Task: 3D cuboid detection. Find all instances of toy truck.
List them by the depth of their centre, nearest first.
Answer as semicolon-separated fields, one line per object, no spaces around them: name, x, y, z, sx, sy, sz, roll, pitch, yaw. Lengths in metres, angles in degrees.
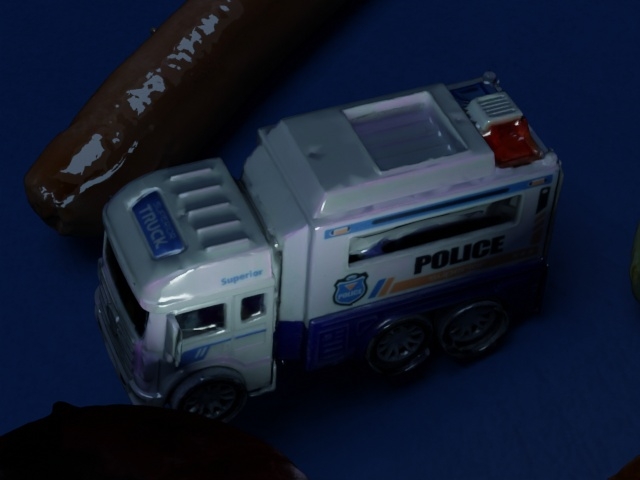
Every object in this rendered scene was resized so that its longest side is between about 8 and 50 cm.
toy truck;0.000;0.000;0.936;0.268;0.155;0.124;-14;47;-19

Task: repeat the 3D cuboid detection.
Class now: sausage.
sausage;-0.057;-0.155;1.157;0.419;0.094;0.094;-48;39;-18

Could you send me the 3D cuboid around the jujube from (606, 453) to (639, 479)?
jujube;0.176;0.209;0.725;0.342;0.216;0.216;-35;51;-6

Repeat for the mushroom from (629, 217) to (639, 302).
mushroom;0.282;-0.084;0.994;0.100;0.081;0.312;9;62;29

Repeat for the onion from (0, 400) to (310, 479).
onion;-0.121;0.217;0.804;0.314;0.232;0.314;-11;50;13
